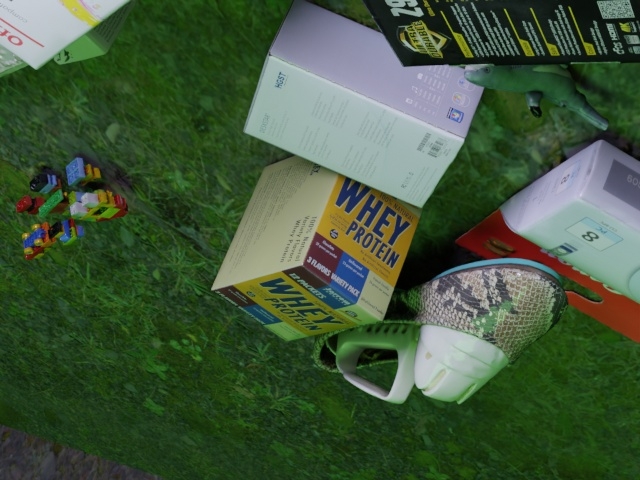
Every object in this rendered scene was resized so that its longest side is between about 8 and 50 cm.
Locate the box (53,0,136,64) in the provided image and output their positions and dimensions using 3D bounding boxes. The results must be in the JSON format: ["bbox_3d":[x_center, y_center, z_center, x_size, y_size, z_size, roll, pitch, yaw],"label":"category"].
[{"bbox_3d":[-0.330,-0.321,1.497,0.094,0.113,0.275,-4,142,44],"label":"box"}]

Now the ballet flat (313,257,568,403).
[{"bbox_3d":[0.141,0.136,1.844,0.164,0.182,0.483,33,160,-25],"label":"ballet flat"}]

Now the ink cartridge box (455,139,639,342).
[{"bbox_3d":[0.357,0.045,1.666,0.308,0.091,0.385,28,155,-10],"label":"ink cartridge box"}]

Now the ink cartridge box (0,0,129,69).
[{"bbox_3d":[-0.277,-0.296,1.300,0.207,0.119,0.353,35,141,-27],"label":"ink cartridge box"}]

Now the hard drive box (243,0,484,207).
[{"bbox_3d":[0.045,-0.151,1.548,0.232,0.089,0.181,23,154,-3],"label":"hard drive box"}]

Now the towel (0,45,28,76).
[{"bbox_3d":[-0.501,-0.311,1.658,0.332,0.053,0.317,39,155,-22],"label":"towel"}]

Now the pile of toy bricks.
[{"bbox_3d":[-0.364,-0.049,2.068,0.105,0.118,0.212,8,150,-42],"label":"pile of toy bricks"}]

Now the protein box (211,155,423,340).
[{"bbox_3d":[0.000,0.000,1.741,0.136,0.200,0.201,36,150,-26],"label":"protein box"}]

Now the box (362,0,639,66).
[{"bbox_3d":[0.142,-0.253,1.122,0.257,0.079,0.322,4,158,26],"label":"box"}]

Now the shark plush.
[{"bbox_3d":[0.223,-0.155,1.426,0.161,0.067,0.073,34,151,-22],"label":"shark plush"}]
